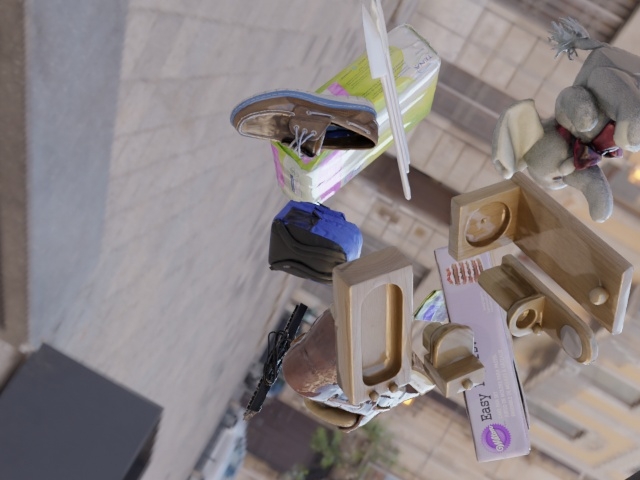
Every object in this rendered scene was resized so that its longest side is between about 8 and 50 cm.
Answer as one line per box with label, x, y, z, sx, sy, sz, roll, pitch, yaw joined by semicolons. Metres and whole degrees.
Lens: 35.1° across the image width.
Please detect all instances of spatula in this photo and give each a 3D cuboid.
spatula;0.079;-0.178;1.203;0.168;0.019;0.242;-83;162;-64

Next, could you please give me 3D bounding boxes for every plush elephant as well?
plush elephant;0.418;-0.157;1.567;0.272;0.330;0.255;-6;132;-40

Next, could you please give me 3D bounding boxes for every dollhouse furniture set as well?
dollhouse furniture set;0.104;0.062;0.692;0.151;0.123;0.144;-19;130;-19

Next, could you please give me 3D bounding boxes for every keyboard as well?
keyboard;-0.073;0.167;1.490;0.192;0.038;0.100;-65;-172;-29

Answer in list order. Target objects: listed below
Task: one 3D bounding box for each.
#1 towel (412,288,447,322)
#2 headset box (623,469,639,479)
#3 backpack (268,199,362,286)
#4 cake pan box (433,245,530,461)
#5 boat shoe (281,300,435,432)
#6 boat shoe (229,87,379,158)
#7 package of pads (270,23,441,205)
towel;0.175;0.098;1.508;0.083;0.009;0.060;15;117;-52
headset box;0.495;0.364;1.284;0.293;0.110;0.218;-37;-163;14
backpack;0.000;0.000;1.425;0.101;0.120;0.098;-51;156;-41
cake pan box;0.206;0.132;1.263;0.246;0.070;0.266;9;69;-76
boat shoe;0.033;0.130;1.035;0.123;0.123;0.342;-35;168;3
boat shoe;-0.014;-0.136;1.201;0.066;0.183;0.066;108;-27;-52
package of pads;0.055;-0.193;1.627;0.296;0.101;0.229;-41;168;-10
